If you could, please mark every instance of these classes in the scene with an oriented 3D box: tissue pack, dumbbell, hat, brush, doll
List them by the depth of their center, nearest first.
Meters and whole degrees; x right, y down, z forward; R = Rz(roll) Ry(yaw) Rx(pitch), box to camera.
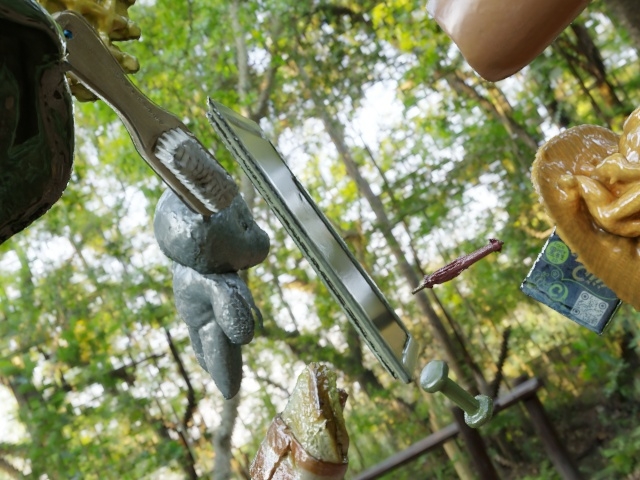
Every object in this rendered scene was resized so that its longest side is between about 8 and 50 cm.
[{"bbox_3d":[0.351,-0.077,0.777,0.244,0.234,0.233,28,-44,-23],"label":"hat"},{"bbox_3d":[-0.195,-0.136,1.050,0.070,0.065,0.327,-52,-49,-13],"label":"brush"},{"bbox_3d":[0.194,0.219,1.287,0.046,0.118,0.052,-35,27,35],"label":"dumbbell"},{"bbox_3d":[-0.142,0.053,1.326,0.158,0.341,0.246,-20,21,-15],"label":"doll"},{"bbox_3d":[0.481,0.030,1.596,0.073,0.173,0.236,-24,-39,-63],"label":"tissue pack"}]

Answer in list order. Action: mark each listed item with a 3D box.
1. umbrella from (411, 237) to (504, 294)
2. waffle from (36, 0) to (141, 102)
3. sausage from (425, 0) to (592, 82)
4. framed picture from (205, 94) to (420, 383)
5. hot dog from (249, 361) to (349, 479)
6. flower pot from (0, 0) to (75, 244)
[{"bbox_3d":[0.210,0.041,1.391,0.165,0.027,0.025,-31,-18,21],"label":"umbrella"},{"bbox_3d":[-0.360,-0.287,1.083,0.311,0.307,0.060,-26,18,-40],"label":"waffle"},{"bbox_3d":[0.220,-0.280,0.777,0.304,0.121,0.121,-48,-20,18],"label":"sausage"},{"bbox_3d":[0.000,0.000,0.856,0.018,0.293,0.231,-36,-4,7],"label":"framed picture"},{"bbox_3d":[-0.020,0.279,1.133,0.093,0.123,0.262,10,-67,-45],"label":"hot dog"},{"bbox_3d":[-0.282,-0.058,0.410,0.302,0.213,0.302,-46,-16,-17],"label":"flower pot"}]
